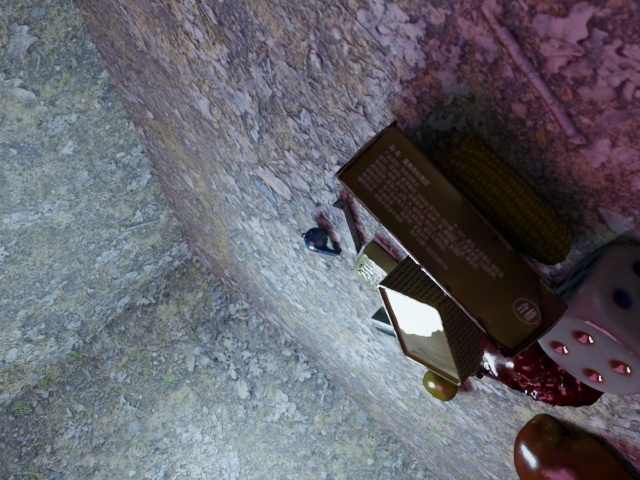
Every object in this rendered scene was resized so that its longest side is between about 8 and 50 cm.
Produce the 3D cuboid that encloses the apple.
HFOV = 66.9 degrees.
[{"bbox_3d":[0.741,0.678,1.417,0.328,0.295,0.365,-22,116,26],"label":"apple"}]

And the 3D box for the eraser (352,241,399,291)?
[{"bbox_3d":[0.169,0.085,1.523,0.117,0.058,0.172,42,157,11],"label":"eraser"}]

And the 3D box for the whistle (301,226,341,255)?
[{"bbox_3d":[0.000,0.000,1.679,0.157,0.091,0.090,14,175,-31],"label":"whistle"}]

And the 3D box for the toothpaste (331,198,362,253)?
[{"bbox_3d":[0.085,-0.040,1.491,0.047,0.040,0.196,21,147,39],"label":"toothpaste"}]

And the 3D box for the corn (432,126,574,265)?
[{"bbox_3d":[0.333,-0.083,0.896,0.318,0.115,0.115,43,157,8],"label":"corn"}]

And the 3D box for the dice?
[{"bbox_3d":[0.506,0.135,0.835,0.191,0.194,0.193,39,158,14],"label":"dice"}]

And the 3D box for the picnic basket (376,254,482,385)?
[{"bbox_3d":[0.320,0.204,1.313,0.228,0.175,0.313,20,141,49],"label":"picnic basket"}]

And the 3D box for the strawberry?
[{"bbox_3d":[0.474,0.226,1.020,0.273,0.221,0.274,15,179,0],"label":"strawberry"}]

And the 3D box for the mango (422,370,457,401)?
[{"bbox_3d":[0.432,0.525,1.755,0.130,0.092,0.195,32,162,27],"label":"mango"}]

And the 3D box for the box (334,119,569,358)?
[{"bbox_3d":[0.226,-0.018,0.932,0.420,0.138,0.373,47,-171,1],"label":"box"}]

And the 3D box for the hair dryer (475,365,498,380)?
[{"bbox_3d":[0.518,0.417,1.504,0.083,0.026,0.047,12,142,43],"label":"hair dryer"}]

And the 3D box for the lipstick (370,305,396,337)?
[{"bbox_3d":[0.296,0.296,1.624,0.289,0.076,0.078,10,136,52],"label":"lipstick"}]
